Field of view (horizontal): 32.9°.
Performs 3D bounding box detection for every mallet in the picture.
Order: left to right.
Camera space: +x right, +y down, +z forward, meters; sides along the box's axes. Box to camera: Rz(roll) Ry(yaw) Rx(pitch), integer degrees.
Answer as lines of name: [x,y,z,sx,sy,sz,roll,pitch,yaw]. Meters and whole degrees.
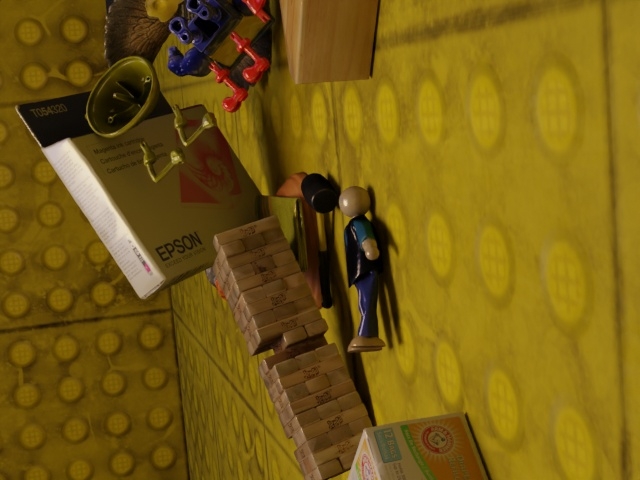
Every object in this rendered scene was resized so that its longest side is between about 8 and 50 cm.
mallet: [0.000,0.000,1.440,0.062,0.039,0.189,-116,20,-54]

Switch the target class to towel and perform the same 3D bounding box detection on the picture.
towel: [-0.060,-0.013,1.533,0.237,0.021,0.102,-169,72,-74]

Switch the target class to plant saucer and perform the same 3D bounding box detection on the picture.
plant saucer: [-0.033,0.003,1.555,0.200,0.037,0.199,173,90,-76]

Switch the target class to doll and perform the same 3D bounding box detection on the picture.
doll: [0.049,0.029,1.233,0.129,0.046,0.188,105,162,-77]

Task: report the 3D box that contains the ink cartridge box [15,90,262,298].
ink cartridge box: [-0.241,-0.105,1.613,0.071,0.324,0.330,-35,87,32]

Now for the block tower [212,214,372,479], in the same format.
block tower: [-0.037,0.141,1.393,0.335,0.091,0.097,66,161,13]

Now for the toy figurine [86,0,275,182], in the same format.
toy figurine: [-0.139,-0.262,1.538,0.191,0.362,0.217,44,-163,9]

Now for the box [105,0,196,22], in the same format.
box: [-0.277,-0.431,1.954,0.153,0.207,0.108,-149,54,-72]

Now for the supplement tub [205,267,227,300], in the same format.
supplement tub: [-0.148,0.008,1.840,0.117,0.117,0.190,98,160,-45]

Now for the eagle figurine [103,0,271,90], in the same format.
eagle figurine: [-0.193,-0.391,1.673,0.226,0.225,0.298,-2,77,36]

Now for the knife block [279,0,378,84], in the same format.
knife block: [0.017,-0.322,1.110,0.242,0.088,0.275,149,114,-75]

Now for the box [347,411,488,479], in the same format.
box: [0.090,0.271,1.070,0.203,0.103,0.114,102,156,-51]
